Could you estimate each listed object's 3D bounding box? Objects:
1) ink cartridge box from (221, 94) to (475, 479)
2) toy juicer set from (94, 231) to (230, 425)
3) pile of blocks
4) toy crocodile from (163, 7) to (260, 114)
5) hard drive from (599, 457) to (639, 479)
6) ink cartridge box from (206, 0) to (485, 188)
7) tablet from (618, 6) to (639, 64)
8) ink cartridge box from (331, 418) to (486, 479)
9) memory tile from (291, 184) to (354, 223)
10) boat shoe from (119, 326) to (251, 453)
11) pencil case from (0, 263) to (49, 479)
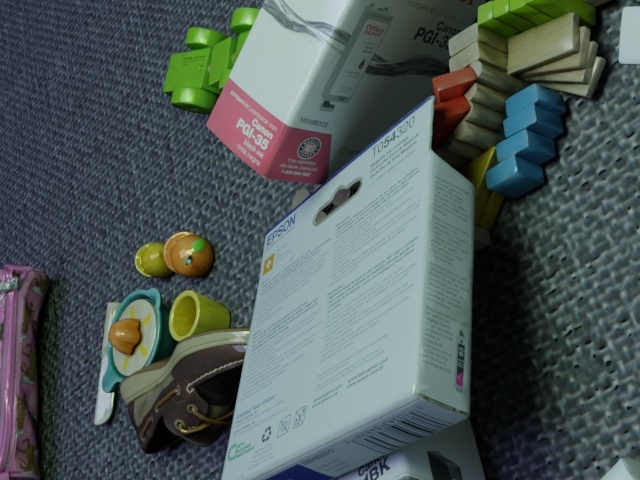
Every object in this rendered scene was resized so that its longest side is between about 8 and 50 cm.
[{"bbox_3d":[0.029,0.069,1.032,0.324,0.071,0.330,-37,34,46],"label":"ink cartridge box"},{"bbox_3d":[-0.265,0.107,1.482,0.329,0.089,0.209,-37,51,36],"label":"toy juicer set"},{"bbox_3d":[0.178,-0.157,1.029,0.149,0.113,0.362,24,98,54],"label":"pile of blocks"},{"bbox_3d":[-0.119,-0.239,1.440,0.341,0.105,0.115,-1,76,54],"label":"toy crocodile"},{"bbox_3d":[0.211,0.388,0.858,0.353,0.047,0.233,-54,42,22],"label":"hard drive"},{"bbox_3d":[0.033,-0.207,1.128,0.117,0.207,0.283,44,116,34],"label":"ink cartridge box"},{"bbox_3d":[0.316,-0.191,0.965,0.083,0.006,0.054,14,106,51],"label":"tablet"},{"bbox_3d":[0.064,0.306,0.959,0.197,0.114,0.272,-47,31,29],"label":"ink cartridge box"},{"bbox_3d":[0.000,0.000,1.272,0.113,0.012,0.148,-15,67,46],"label":"memory tile"},{"bbox_3d":[-0.143,0.196,1.294,0.342,0.123,0.123,-29,64,45],"label":"boat shoe"},{"bbox_3d":[-0.530,0.229,1.698,0.160,0.167,0.386,-8,66,10],"label":"pencil case"}]
